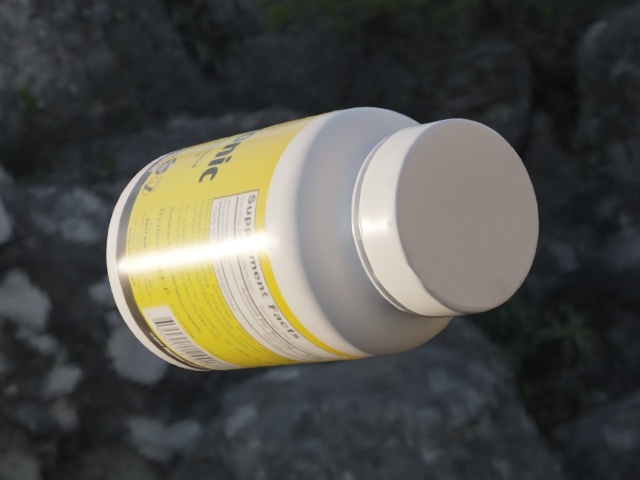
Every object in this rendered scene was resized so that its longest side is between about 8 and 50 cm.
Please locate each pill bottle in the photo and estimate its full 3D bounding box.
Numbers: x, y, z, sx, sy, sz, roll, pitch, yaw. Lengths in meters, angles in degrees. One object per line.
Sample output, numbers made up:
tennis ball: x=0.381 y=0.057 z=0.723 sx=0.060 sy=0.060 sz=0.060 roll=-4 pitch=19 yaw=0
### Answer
pill bottle: x=0.000 y=0.000 z=0.510 sx=0.065 sy=0.065 sz=0.116 roll=-25 pitch=11 yaw=-38
